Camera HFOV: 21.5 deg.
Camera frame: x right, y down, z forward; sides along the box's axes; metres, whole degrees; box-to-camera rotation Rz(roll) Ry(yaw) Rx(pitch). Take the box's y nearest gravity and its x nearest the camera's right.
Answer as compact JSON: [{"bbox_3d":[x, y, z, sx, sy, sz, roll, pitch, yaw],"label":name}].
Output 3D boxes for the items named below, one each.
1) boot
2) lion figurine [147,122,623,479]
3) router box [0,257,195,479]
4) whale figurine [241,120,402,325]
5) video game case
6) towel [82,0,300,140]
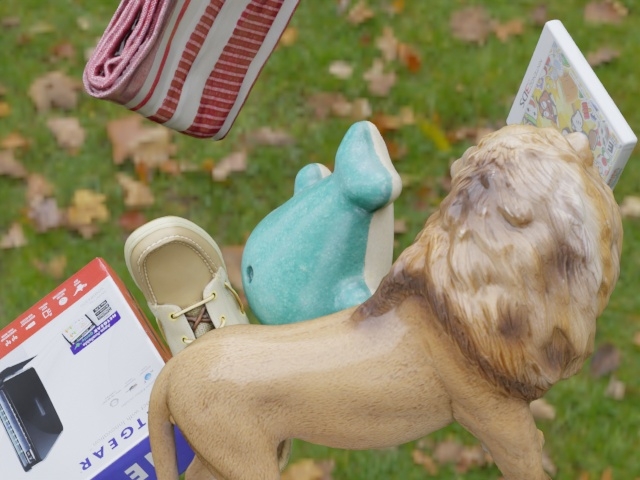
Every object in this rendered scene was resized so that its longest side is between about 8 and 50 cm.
[{"bbox_3d":[-0.111,0.114,1.740,0.095,0.262,0.203,-23,49,-3],"label":"boot"},{"bbox_3d":[0.022,0.089,1.085,0.392,0.240,0.142,-22,28,4],"label":"lion figurine"},{"bbox_3d":[-0.313,0.217,1.900,0.335,0.082,0.301,-38,42,-3],"label":"router box"},{"bbox_3d":[0.000,0.000,1.780,0.141,0.272,0.216,-3,51,-22],"label":"whale figurine"},{"bbox_3d":[0.337,-0.150,2.291,0.026,0.206,0.227,-13,56,-22],"label":"video game case"},{"bbox_3d":[-0.068,-0.193,1.312,0.037,0.237,0.329,30,3,11],"label":"towel"}]
